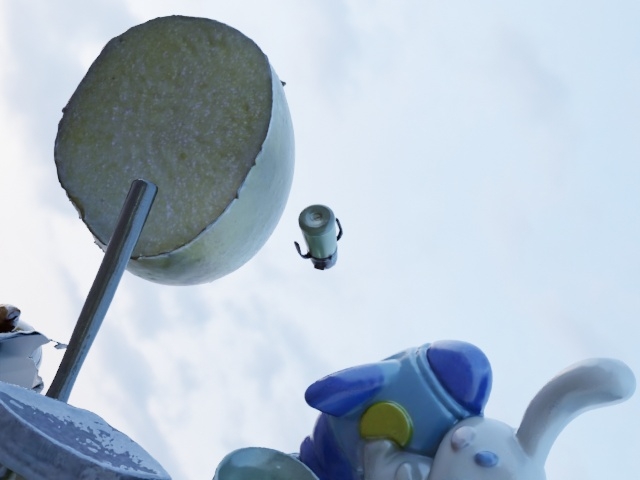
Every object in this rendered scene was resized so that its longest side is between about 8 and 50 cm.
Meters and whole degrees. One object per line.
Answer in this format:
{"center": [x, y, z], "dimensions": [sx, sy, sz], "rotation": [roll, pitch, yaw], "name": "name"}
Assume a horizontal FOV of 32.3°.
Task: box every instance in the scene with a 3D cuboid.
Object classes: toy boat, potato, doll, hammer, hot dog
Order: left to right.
{"center": [-0.522, 0.176, 1.807], "dimensions": [0.107, 0.194, 0.326], "rotation": [62, -38, 18], "name": "hot dog"}
{"center": [-0.305, 0.317, 1.260], "dimensions": [0.111, 0.276, 0.293], "rotation": [-69, 172, -77], "name": "toy boat"}
{"center": [-0.335, 0.110, 1.596], "dimensions": [0.168, 0.439, 0.044], "rotation": [0, -26, 44], "name": "hammer"}
{"center": [-0.224, -0.126, 1.922], "dimensions": [0.386, 0.442, 0.319], "rotation": [10, -19, 22], "name": "potato"}
{"center": [0.106, 0.240, 1.195], "dimensions": [0.366, 0.376, 0.187], "rotation": [24, -28, 36], "name": "doll"}

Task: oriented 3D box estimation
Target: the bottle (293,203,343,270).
{"center": [-0.002, 0.000, 1.401], "dimensions": [0.101, 0.063, 0.047], "rotation": [79, 4, -53], "name": "bottle"}

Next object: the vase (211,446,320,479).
{"center": [-0.101, 0.365, 1.138], "dimensions": [0.173, 0.173, 0.321], "rotation": [45, -56, 30], "name": "vase"}
